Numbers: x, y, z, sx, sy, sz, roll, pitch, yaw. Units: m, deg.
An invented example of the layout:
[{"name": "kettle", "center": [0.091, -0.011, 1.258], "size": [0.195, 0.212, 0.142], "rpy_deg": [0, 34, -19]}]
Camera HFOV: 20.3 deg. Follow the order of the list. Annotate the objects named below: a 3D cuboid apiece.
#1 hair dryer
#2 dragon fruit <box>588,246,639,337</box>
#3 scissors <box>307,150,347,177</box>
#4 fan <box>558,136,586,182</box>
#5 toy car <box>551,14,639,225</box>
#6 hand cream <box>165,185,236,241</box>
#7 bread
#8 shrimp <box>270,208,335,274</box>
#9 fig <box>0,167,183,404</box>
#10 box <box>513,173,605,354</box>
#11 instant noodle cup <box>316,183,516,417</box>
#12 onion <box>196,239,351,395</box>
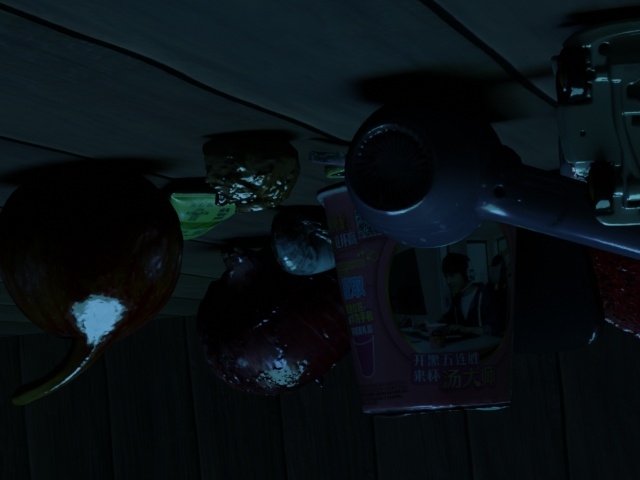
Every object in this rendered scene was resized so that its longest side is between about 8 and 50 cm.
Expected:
[{"name": "hair dryer", "center": [0.210, -0.018, 1.401], "size": [0.361, 0.121, 0.301], "rpy_deg": [19, -173, 20]}, {"name": "dragon fruit", "center": [0.365, -0.005, 2.110], "size": [0.205, 0.152, 0.317], "rpy_deg": [3, 150, 28]}, {"name": "scissors", "center": [0.046, -0.077, 1.646], "size": [0.134, 0.020, 0.187], "rpy_deg": [-11, 175, 19]}, {"name": "fan", "center": [0.284, -0.088, 1.505], "size": [0.130, 0.074, 0.244], "rpy_deg": [-3, 170, -12]}, {"name": "toy car", "center": [0.209, -0.085, 1.208], "size": [0.112, 0.139, 0.112], "rpy_deg": [-4, -167, -1]}, {"name": "hand cream", "center": [-0.132, -0.029, 1.827], "size": [0.095, 0.046, 0.175], "rpy_deg": [0, 171, -23]}, {"name": "bread", "center": [-0.058, -0.057, 1.544], "size": [0.082, 0.060, 0.113], "rpy_deg": [-4, 173, 5]}, {"name": "shrimp", "center": [0.000, 0.000, 2.144], "size": [0.090, 0.079, 0.233], "rpy_deg": [-4, 180, 25]}, {"name": "fig", "center": [-0.209, 0.039, 1.631], "size": [0.175, 0.207, 0.175], "rpy_deg": [-2, 167, 0]}, {"name": "box", "center": [0.243, 0.030, 2.024], "size": [0.042, 0.201, 0.212], "rpy_deg": [-11, 175, -28]}, {"name": "instant noodle cup", "center": [0.117, 0.061, 1.946], "size": [0.244, 0.255, 0.244], "rpy_deg": [-3, 175, 0]}, {"name": "onion", "center": [-0.058, 0.083, 2.395], "size": [0.252, 0.219, 0.252], "rpy_deg": [-26, -155, 13]}]
